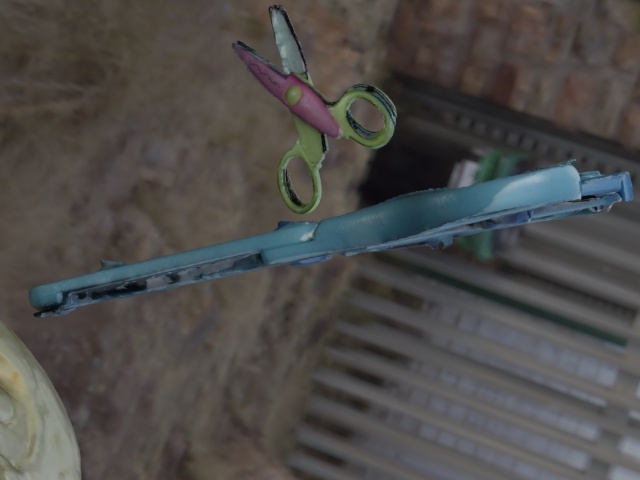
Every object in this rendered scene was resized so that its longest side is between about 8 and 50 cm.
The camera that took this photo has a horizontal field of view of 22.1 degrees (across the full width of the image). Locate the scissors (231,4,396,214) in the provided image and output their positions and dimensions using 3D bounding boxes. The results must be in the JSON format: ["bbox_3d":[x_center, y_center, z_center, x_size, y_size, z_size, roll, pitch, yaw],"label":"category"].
[{"bbox_3d":[-0.017,-0.126,1.440,0.133,0.187,0.020,-43,151,21],"label":"scissors"}]

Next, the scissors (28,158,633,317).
[{"bbox_3d":[0.000,-0.001,1.036,0.180,0.393,0.032,17,62,-77],"label":"scissors"}]

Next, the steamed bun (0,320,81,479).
[{"bbox_3d":[-0.287,0.122,0.986,0.203,0.289,0.276,33,40,-79],"label":"steamed bun"}]
